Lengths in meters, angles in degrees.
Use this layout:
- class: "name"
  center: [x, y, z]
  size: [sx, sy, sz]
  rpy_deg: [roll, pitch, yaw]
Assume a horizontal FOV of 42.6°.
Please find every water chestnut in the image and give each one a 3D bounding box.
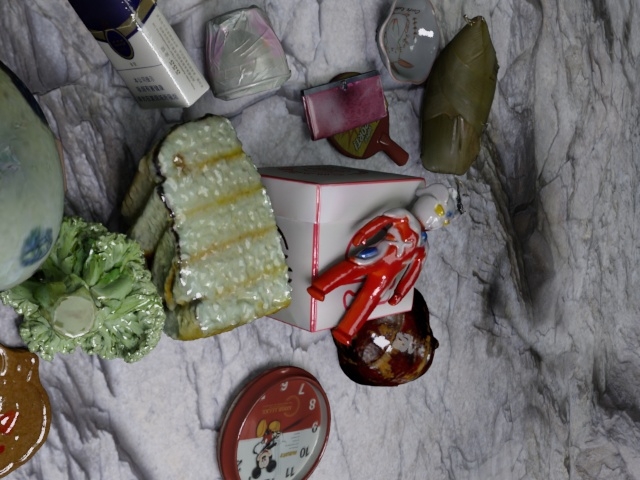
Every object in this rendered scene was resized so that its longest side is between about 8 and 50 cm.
- class: "water chestnut"
  center: [0.155, 0.217, 1.950]
  size: [0.244, 0.289, 0.289]
  rpy_deg: [-27, 115, -17]

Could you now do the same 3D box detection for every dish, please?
- class: "dish"
  center: [0.197, -0.494, 2.014]
  size: [0.229, 0.081, 0.229]
  rpy_deg: [-13, 108, -44]

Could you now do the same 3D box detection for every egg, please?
- class: "egg"
  center: [-0.554, -0.102, 1.191]
  size: [0.345, 0.345, 0.428]
  rpy_deg: [-47, 125, -28]

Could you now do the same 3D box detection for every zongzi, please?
- class: "zongzi"
  center: [0.335, -0.299, 2.026]
  size: [0.418, 0.181, 0.447]
  rpy_deg: [20, 81, -83]

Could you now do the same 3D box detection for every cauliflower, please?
- class: "cauliflower"
  center: [-0.416, 0.093, 1.405]
  size: [0.275, 0.250, 0.272]
  rpy_deg: [-9, 98, -5]

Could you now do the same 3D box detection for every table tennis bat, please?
- class: "table tennis bat"
  center: [0.111, -0.279, 1.997]
  size: [0.310, 0.038, 0.200]
  rpy_deg: [37, 72, -36]

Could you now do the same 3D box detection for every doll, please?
- class: "doll"
  center: [0.141, 0.025, 1.609]
  size: [0.384, 0.099, 0.188]
  rpy_deg: [-47, 128, -20]

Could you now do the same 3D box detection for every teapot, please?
- class: "teapot"
  center: [-0.135, -0.390, 1.666]
  size: [0.221, 0.163, 0.178]
  rpy_deg: [-24, 105, -38]

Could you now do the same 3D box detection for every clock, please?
- class: "clock"
  center: [-0.104, 0.439, 1.870]
  size: [0.318, 0.080, 0.318]
  rpy_deg: [-14, 110, -43]

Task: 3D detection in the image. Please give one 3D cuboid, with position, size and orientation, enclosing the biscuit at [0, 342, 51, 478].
- class: "biscuit"
  center: [-0.598, 0.300, 1.415]
  size: [0.273, 0.049, 0.257]
  rpy_deg: [-9, 102, -43]

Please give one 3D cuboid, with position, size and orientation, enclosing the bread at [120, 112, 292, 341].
- class: "bread"
  center: [-0.243, -0.016, 1.555]
  size: [0.239, 0.264, 0.395]
  rpy_deg: [-20, 95, -37]

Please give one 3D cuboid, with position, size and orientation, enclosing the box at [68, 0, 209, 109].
- class: "box"
  center: [-0.330, -0.359, 1.484]
  size: [0.071, 0.168, 0.259]
  rpy_deg: [-52, 126, -27]

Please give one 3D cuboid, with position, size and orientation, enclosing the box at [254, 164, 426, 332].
- class: "box"
  center: [0.000, 0.000, 1.744]
  size: [0.312, 0.314, 0.300]
  rpy_deg: [-8, 104, -42]

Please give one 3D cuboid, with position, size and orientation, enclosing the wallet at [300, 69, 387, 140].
- class: "wallet"
  center: [0.058, -0.315, 1.909]
  size: [0.232, 0.025, 0.119]
  rpy_deg: [-23, 109, -34]

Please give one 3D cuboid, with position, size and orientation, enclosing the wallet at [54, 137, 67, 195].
- class: "wallet"
  center: [-0.518, -0.119, 1.433]
  size: [0.153, 0.039, 0.118]
  rpy_deg: [-16, 109, -39]
